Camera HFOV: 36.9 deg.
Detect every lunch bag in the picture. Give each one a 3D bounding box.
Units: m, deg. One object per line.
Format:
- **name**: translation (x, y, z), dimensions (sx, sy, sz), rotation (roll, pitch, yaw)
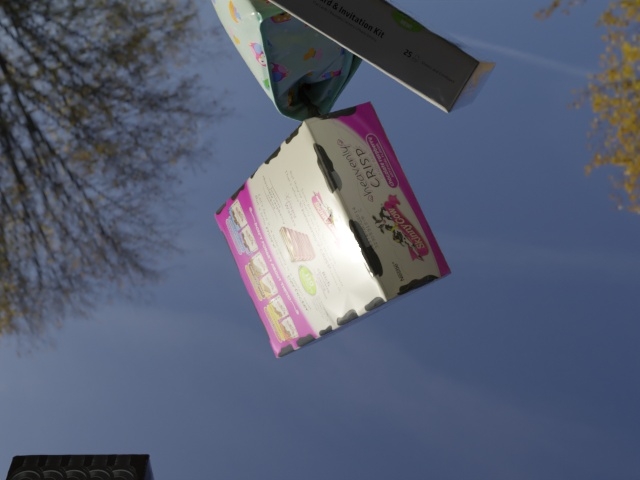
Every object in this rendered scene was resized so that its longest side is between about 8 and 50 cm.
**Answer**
- **lunch bag**: translation (-0.055, -0.307, 1.292), dimensions (0.160, 0.262, 0.223), rotation (-29, -117, -9)

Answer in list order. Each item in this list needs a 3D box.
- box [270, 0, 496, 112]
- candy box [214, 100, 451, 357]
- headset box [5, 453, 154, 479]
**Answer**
- **box**: translation (0.023, -0.149, 0.626), dimensions (0.186, 0.038, 0.145), rotation (34, -164, 7)
- **candy box**: translation (0.000, 0.000, 0.849), dimensions (0.071, 0.159, 0.233), rotation (-21, 173, -29)
- **headset box**: translation (-0.210, 0.355, 0.827), dimensions (0.131, 0.246, 0.283), rotation (-1, -142, 3)
